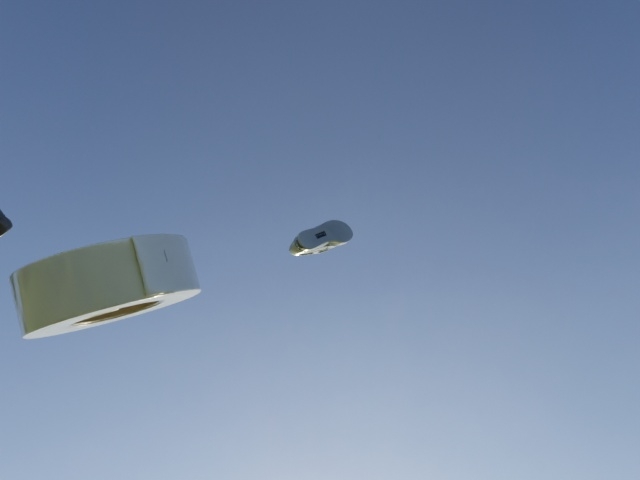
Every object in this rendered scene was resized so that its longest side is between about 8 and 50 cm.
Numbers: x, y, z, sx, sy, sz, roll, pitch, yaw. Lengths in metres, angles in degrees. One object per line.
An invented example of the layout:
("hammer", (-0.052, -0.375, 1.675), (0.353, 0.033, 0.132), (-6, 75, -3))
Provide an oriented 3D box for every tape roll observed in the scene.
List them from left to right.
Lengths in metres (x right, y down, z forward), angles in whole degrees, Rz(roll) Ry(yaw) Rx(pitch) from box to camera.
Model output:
("tape roll", (-0.351, 0.077, 0.839), (0.286, 0.286, 0.100), (-18, -97, 14))

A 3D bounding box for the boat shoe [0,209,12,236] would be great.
("boat shoe", (-0.758, 0.043, 0.987), (0.335, 0.112, 0.095), (-38, -51, 9))

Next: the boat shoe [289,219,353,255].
("boat shoe", (0.000, 0.000, 0.651), (0.035, 0.100, 0.035), (-39, -104, 44))
